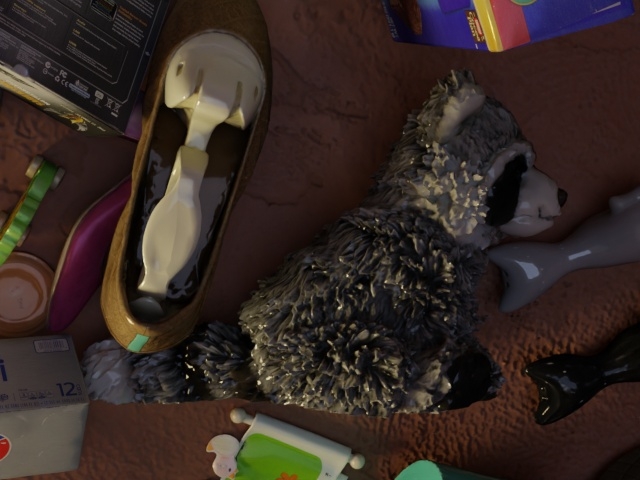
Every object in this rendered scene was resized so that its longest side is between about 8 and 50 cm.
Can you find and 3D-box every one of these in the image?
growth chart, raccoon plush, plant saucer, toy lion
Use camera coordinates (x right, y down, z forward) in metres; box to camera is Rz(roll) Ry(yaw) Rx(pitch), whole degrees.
[{"bbox_3d":[-0.054,0.295,1.217,0.172,0.021,0.237,14,97,-13],"label":"growth chart"},{"bbox_3d":[0.000,0.000,1.087,0.446,0.216,0.299,-2,93,-11],"label":"raccoon plush"},{"bbox_3d":[-0.288,0.051,1.125,0.083,0.013,0.083,-2,102,-11],"label":"plant saucer"},{"bbox_3d":[-0.268,-0.025,1.072,0.034,0.096,0.100,31,93,-15],"label":"toy lion"}]

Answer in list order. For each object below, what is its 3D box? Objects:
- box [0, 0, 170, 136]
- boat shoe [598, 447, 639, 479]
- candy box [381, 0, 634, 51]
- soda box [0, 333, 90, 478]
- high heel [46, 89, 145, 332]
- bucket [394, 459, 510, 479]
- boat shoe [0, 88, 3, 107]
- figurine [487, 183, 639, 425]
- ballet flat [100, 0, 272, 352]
[{"bbox_3d":[-0.233,-0.215,0.981,0.231,0.056,0.183,30,69,-44],"label":"box"},{"bbox_3d":[0.327,0.280,1.277,0.178,0.064,0.060,-34,137,-5],"label":"boat shoe"},{"bbox_3d":[0.113,-0.299,0.983,0.122,0.317,0.268,-19,103,-8],"label":"candy box"},{"bbox_3d":[-0.355,0.156,1.044,0.286,0.091,0.098,-3,132,-24],"label":"soda box"},{"bbox_3d":[-0.166,-0.013,1.107,0.117,0.082,0.244,24,85,-11],"label":"high heel"},{"bbox_3d":[0.147,0.355,1.149,0.183,0.281,0.281,21,96,-12],"label":"bucket"},{"bbox_3d":[-0.337,-0.192,1.028,0.119,0.121,0.335,5,89,-5],"label":"boat shoe"},{"bbox_3d":[0.286,0.064,1.213,0.209,0.092,0.215,-22,103,-3],"label":"figurine"},{"bbox_3d":[-0.110,-0.069,1.013,0.116,0.124,0.342,18,85,-10],"label":"ballet flat"}]
